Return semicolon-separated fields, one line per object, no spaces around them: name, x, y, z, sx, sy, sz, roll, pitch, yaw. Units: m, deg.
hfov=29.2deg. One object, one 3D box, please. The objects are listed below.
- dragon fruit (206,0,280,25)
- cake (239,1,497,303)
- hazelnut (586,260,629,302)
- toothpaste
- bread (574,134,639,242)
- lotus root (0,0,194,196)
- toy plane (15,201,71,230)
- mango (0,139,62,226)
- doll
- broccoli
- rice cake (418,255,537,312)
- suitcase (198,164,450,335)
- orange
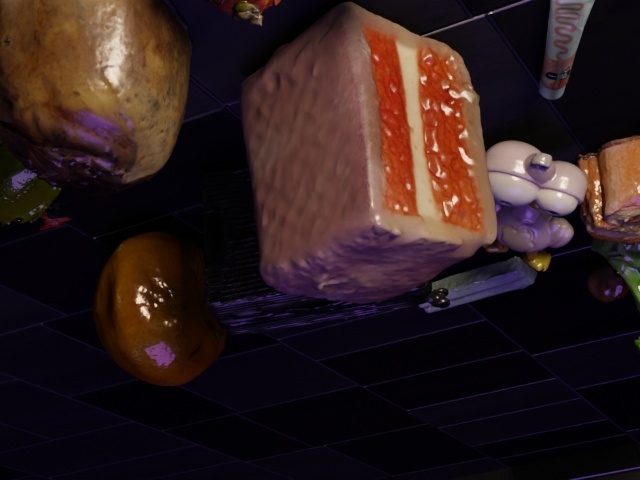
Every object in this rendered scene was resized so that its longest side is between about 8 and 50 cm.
dragon fruit;-0.079;-0.284;1.295;0.147;0.096;0.102;-13;151;12
cake;0.053;-0.091;1.503;0.237;0.309;0.230;10;154;-37
hazelnut;0.527;0.072;2.234;0.086;0.086;0.086;-4;156;-2
toothpaste;0.301;-0.247;1.528;0.056;0.036;0.205;-3;152;0
bread;0.497;-0.081;1.826;0.244;0.123;0.190;-11;156;17
lotus root;-0.276;-0.164;1.441;0.272;0.192;0.272;1;160;1
toy plane;-0.427;-0.052;1.813;0.060;0.037;0.145;-22;148;12
mango;-0.403;-0.091;1.653;0.178;0.100;0.119;-26;141;30
doll;0.314;-0.057;1.859;0.160;0.094;0.365;21;165;11
broccoli;0.581;0.047;2.045;0.269;0.254;0.269;6;125;9
rice cake;0.278;0.083;2.241;0.226;0.040;0.085;-19;153;28
suitcase;0.000;0.000;1.773;0.334;0.230;0.152;-10;155;10
orange;-0.268;0.107;1.956;0.183;0.249;0.249;-18;153;12
